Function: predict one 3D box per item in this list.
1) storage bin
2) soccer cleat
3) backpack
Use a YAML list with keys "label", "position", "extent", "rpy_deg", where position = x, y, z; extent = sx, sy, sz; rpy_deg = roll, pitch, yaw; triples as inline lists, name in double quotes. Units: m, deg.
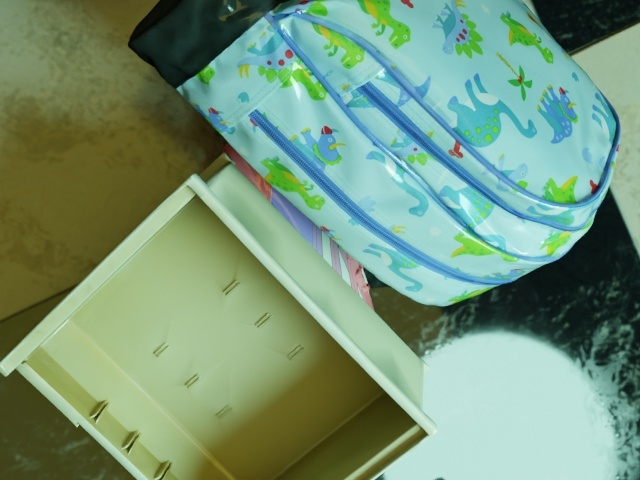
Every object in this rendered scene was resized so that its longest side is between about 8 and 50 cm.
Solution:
- label: "storage bin"
  position: [-0.088, 0.112, 0.778]
  extent: [0.260, 0.123, 0.262]
  rpy_deg: [-41, 98, 17]
- label: "soccer cleat"
  position: [0.000, 0.000, 0.858]
  extent: [0.095, 0.083, 0.248]
  rpy_deg: [-35, 94, -13]
- label: "backpack"
  position: [0.071, -0.112, 0.779]
  extent: [0.273, 0.290, 0.355]
  rpy_deg: [-19, 112, 33]
